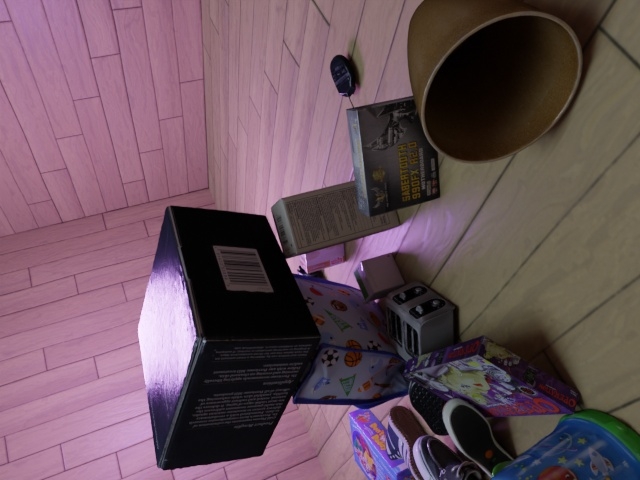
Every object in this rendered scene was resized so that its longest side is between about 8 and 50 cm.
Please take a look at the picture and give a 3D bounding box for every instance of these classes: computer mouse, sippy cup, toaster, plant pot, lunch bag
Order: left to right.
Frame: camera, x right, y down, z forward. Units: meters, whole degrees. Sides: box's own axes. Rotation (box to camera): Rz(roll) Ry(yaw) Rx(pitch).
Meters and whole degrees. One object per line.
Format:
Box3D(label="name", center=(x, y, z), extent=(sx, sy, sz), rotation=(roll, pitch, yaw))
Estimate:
Box3D(label="lunch bag", center=(0.065, 0.284, 1.503), extent=(0.238, 0.386, 0.328), rotation=(-63, 36, 24))
Box3D(label="computer mouse", center=(0.089, -0.377, 1.426), extent=(0.071, 0.041, 0.242), rotation=(-17, 94, 54))
Box3D(label="toaster", center=(0.249, 0.217, 1.338), extent=(0.168, 0.110, 0.185), rotation=(-139, 37, -58))
Box3D(label="plant pot", center=(0.233, -0.290, 0.855), extent=(0.254, 0.237, 0.237), rotation=(-107, 14, -45))
Box3D(label="sippy cup", center=(0.412, 0.433, 0.893), extent=(0.305, 0.224, 0.240), rotation=(95, 152, -47))

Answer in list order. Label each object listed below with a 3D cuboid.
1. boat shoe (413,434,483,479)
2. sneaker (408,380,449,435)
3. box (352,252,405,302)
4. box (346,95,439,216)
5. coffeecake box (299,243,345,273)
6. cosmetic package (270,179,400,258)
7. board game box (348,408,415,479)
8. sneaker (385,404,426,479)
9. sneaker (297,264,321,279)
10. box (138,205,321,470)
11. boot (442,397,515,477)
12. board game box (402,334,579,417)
Box3D(label="boat shoe", center=(0.368, 0.614, 1.359), extent=(0.335, 0.121, 0.119), rotation=(47, 133, 42))
Box3D(label="sneaker", center=(0.281, 0.396, 1.361), extent=(0.097, 0.084, 0.234), rotation=(-76, -32, -51))
Box3D(label="box", center=(0.161, 0.104, 1.498), extent=(0.087, 0.102, 0.101), rotation=(119, 133, -61))
Box3D(label="box", center=(0.159, -0.184, 1.156), extent=(0.056, 0.183, 0.231), rotation=(-147, 45, -61))
Box3D(label="coffeecake box", center=(0.000, 0.000, 1.793), extent=(0.068, 0.142, 0.185), rotation=(-136, 35, -56))
Box3D(label="cosmetic package", center=(0.037, -0.063, 1.415), extent=(0.129, 0.296, 0.153), rotation=(157, 98, -71))
Box3D(label="board game box", center=(0.222, 0.789, 1.910), extent=(0.347, 0.078, 0.233), rotation=(-144, 42, -60))
Box3D(label="sneaker", center=(0.278, 0.653, 1.615), extent=(0.282, 0.099, 0.153), rotation=(-118, 27, -49))
Box3D(label="sneaker", center=(-0.054, 0.166, 2.165), extent=(0.227, 0.087, 0.130), rotation=(139, 116, -65))
Box3D(label="box", center=(-0.275, 0.241, 1.409), extent=(0.471, 0.298, 0.480), rotation=(-65, 35, 31))
Box3D(label="boot", center=(0.328, 0.441, 1.246), extent=(0.244, 0.088, 0.176), rotation=(52, 169, -16))
Box3D(label="board game box", center=(0.326, 0.292, 1.106), extent=(0.208, 0.056, 0.347), rotation=(27, 156, -4))
